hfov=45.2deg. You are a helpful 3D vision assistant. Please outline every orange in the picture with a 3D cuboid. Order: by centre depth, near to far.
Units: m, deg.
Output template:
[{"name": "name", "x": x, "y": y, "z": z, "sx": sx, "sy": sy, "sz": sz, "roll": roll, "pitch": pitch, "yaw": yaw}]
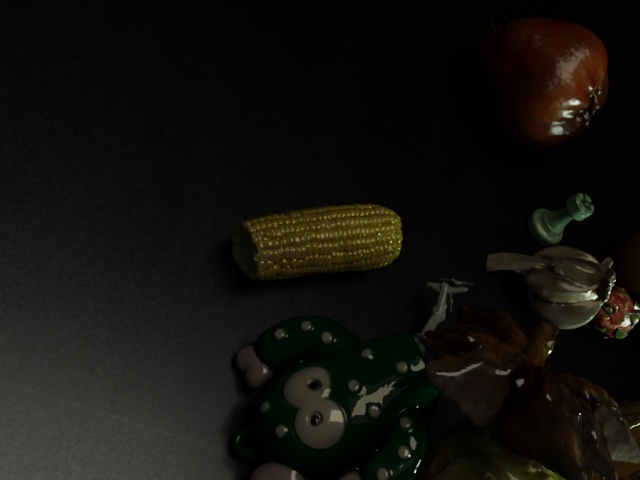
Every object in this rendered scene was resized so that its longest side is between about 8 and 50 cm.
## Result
[{"name": "orange", "x": 0.606, "y": 0.058, "z": 1.310, "sx": 0.206, "sy": 0.206, "sz": 0.206, "roll": 15, "pitch": 58, "yaw": -25}]

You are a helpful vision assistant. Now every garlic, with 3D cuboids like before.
[{"name": "garlic", "x": 0.356, "y": 0.069, "z": 1.210, "sx": 0.194, "sy": 0.127, "sz": 0.131, "roll": 11, "pitch": 36, "yaw": 3}]

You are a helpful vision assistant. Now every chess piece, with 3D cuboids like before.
[{"name": "chess piece", "x": 0.407, "y": -0.040, "z": 1.294, "sx": 0.067, "sy": 0.103, "sz": 0.067, "roll": 15, "pitch": 58, "yaw": -25}]

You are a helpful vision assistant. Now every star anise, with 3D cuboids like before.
[{"name": "star anise", "x": 0.234, "y": 0.156, "z": 0.873, "sx": 0.350, "sy": 0.109, "sz": 0.292, "roll": 14, "pitch": 32, "yaw": -49}]

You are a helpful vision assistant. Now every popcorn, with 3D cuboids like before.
[{"name": "popcorn", "x": 0.200, "y": 0.308, "z": 0.917, "sx": 0.186, "sy": 0.167, "sz": 0.187, "roll": 0, "pitch": 66, "yaw": -9}]

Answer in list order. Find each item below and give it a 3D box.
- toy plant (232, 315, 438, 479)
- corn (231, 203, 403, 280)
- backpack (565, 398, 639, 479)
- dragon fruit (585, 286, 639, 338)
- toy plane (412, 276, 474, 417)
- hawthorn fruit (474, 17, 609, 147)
[{"name": "toy plant", "x": 0.012, "y": 0.194, "z": 0.877, "sx": 0.243, "sy": 0.112, "sz": 0.232, "roll": -3, "pitch": 60, "yaw": 12}, {"name": "corn", "x": 0.000, "y": 0.000, "z": 1.022, "sx": 0.244, "sy": 0.093, "sz": 0.093, "roll": -4, "pitch": 67, "yaw": -33}, {"name": "backpack", "x": 0.446, "y": 0.375, "z": 1.028, "sx": 0.378, "sy": 0.201, "sz": 0.353, "roll": 16, "pitch": 58, "yaw": -27}, {"name": "dragon fruit", "x": 0.487, "y": 0.120, "z": 1.275, "sx": 0.116, "sy": 0.086, "sz": 0.081, "roll": 15, "pitch": 19, "yaw": -34}, {"name": "toy plane", "x": 0.112, "y": 0.162, "z": 1.025, "sx": 0.182, "sy": 0.107, "sz": 0.273, "roll": -2, "pitch": 33, "yaw": 13}, {"name": "hawthorn fruit", "x": 0.377, "y": -0.294, "z": 1.360, "sx": 0.224, "sy": 0.224, "sz": 0.261, "roll": -25, "pitch": 59, "yaw": -39}]
